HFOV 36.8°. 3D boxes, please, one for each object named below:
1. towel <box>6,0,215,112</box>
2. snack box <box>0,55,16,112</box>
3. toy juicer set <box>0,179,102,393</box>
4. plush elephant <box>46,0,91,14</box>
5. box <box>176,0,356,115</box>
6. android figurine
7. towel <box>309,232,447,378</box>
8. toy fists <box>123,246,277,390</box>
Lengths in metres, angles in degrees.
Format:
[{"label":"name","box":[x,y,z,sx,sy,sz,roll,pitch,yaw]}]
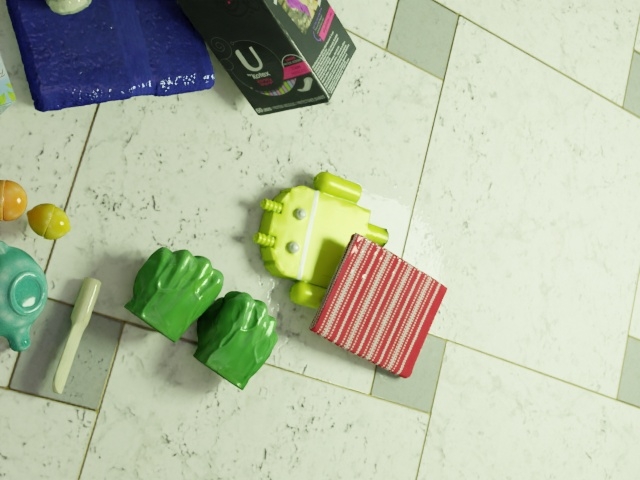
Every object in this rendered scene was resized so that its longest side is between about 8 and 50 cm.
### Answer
[{"label":"towel","box":[-0.340,-0.330,1.553,0.308,0.076,0.227,-14,87,-31]},{"label":"snack box","box":[-0.516,-0.275,1.377,0.070,0.174,0.207,-20,98,-27]},{"label":"toy juicer set","box":[-0.447,0.051,1.456,0.209,0.089,0.329,-60,137,-34]},{"label":"plush elephant","box":[-0.294,-0.526,1.374,0.272,0.255,0.330,-43,127,-32]},{"label":"box","box":[-0.087,-0.361,1.599,0.270,0.165,0.143,53,47,-33]},{"label":"android figurine","box":[0.000,0.000,1.741,0.273,0.056,0.248,20,77,-30]},{"label":"towel","box":[0.112,0.125,1.773,0.275,0.031,0.199,31,79,-38]},{"label":"toy fists","box":[-0.189,0.121,1.596,0.279,0.096,0.142,40,77,-24]}]
